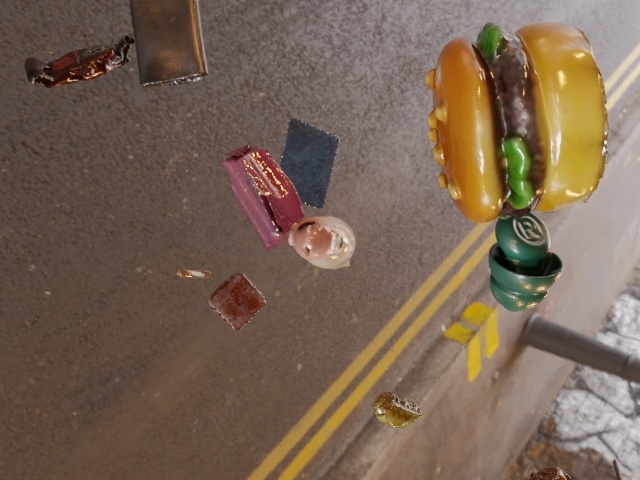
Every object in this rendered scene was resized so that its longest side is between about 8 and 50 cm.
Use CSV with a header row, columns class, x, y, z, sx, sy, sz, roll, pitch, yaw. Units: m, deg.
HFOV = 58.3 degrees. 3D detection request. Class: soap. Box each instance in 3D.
class,x,y,z,sx,sy,sz,roll,pitch,yaw
soap,-0.164,-0.133,1.581,0.112,0.289,0.182,-30,170,-30

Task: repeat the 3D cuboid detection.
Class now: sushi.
class,x,y,z,sx,sy,sz,roll,pitch,yaw
sushi,0.402,0.446,1.019,0.118,0.061,0.060,-25,93,-12

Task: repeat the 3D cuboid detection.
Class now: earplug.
class,x,y,z,sx,sy,sz,roll,pitch,yaw
earplug,0.469,0.025,1.336,0.257,0.163,0.280,-70,168,-68

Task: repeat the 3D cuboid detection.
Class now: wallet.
class,x,y,z,sx,sy,sz,roll,pitch,yaw
wallet,-0.376,-0.538,1.410,0.044,0.170,0.321,66,15,-83

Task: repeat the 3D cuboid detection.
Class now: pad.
class,x,y,z,sx,sy,sz,roll,pitch,yaw
pad,-0.044,-0.254,1.942,0.269,0.012,0.269,10,94,-50

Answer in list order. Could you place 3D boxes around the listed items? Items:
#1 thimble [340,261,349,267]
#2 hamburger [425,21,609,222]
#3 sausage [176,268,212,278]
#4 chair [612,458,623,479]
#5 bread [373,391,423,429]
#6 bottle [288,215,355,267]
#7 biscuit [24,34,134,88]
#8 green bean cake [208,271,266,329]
class,x,y,z,sx,sy,sz,roll,pitch,yaw
thimble,0.062,0.052,2.262,0.090,0.102,0.115,-12,99,-4
hamburger,0.355,-0.224,1.119,0.396,0.277,0.396,-9,90,-83
sausage,-0.357,0.094,1.623,0.116,0.026,0.026,8,102,-55
chair,0.751,0.710,1.448,0.166,0.188,0.272,-38,172,14
bread,0.156,0.351,1.180,0.110,0.060,0.066,28,61,-30
bottle,0.000,0.000,1.540,0.148,0.147,0.236,-68,163,2
biscuit,-0.510,-0.386,1.234,0.235,0.151,0.063,-22,130,-10
green bean cake,-0.247,0.178,1.693,0.135,0.056,0.135,-44,109,-17
